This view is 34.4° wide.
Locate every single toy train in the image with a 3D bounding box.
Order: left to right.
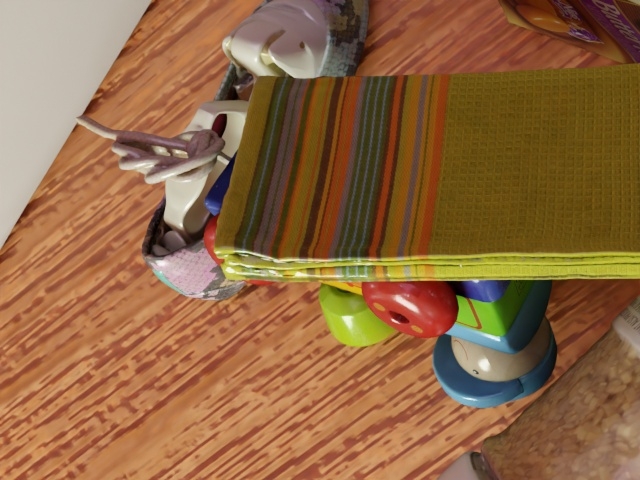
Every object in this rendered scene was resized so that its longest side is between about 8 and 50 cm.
[{"bbox_3d":[0.000,0.000,0.526,0.248,0.143,0.105,16,61,33],"label":"toy train"}]

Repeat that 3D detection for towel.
[{"bbox_3d":[0.078,-0.032,0.410,0.237,0.021,0.102,-1,58,14],"label":"towel"}]

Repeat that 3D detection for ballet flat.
[{"bbox_3d":[-0.038,-0.072,0.592,0.076,0.079,0.222,23,86,31],"label":"ballet flat"}]

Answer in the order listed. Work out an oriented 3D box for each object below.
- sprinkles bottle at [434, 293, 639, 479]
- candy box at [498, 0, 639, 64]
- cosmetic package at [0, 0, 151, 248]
[{"bbox_3d":[0.195,0.045,0.428,0.355,0.121,0.121,-45,63,8],"label":"sprinkles bottle"},{"bbox_3d":[0.166,-0.118,0.493,0.186,0.109,0.053,27,88,29],"label":"candy box"},{"bbox_3d":[-0.226,-0.187,0.669,0.197,0.155,0.366,31,89,26],"label":"cosmetic package"}]
